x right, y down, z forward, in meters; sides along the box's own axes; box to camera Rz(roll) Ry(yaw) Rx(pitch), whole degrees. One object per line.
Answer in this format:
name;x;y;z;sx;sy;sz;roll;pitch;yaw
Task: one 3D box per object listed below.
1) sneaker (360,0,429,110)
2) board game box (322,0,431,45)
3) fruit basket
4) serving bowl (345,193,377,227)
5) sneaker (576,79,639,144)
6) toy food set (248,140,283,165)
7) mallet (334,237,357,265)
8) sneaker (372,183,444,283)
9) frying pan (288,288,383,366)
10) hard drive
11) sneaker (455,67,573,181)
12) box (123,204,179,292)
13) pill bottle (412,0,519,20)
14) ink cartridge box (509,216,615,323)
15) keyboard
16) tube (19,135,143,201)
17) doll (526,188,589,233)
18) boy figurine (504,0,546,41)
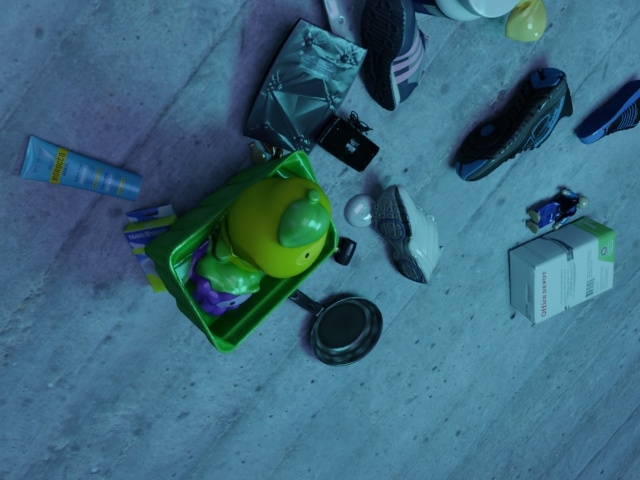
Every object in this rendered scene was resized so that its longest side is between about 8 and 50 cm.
sneaker;0.157;-0.397;1.268;0.131;0.112;0.319;-42;162;-14
board game box;0.145;-0.618;1.245;0.390;0.050;0.389;-26;122;-12
fruit basket;-0.096;0.004;1.187;0.392;0.392;0.282;-29;121;-11
serving bowl;0.099;-0.065;1.499;0.083;0.027;0.083;-10;117;-20
sneaker;0.769;-0.312;1.672;0.232;0.081;0.090;-41;117;-5
toy food set;-0.100;-0.162;1.364;0.078;0.019;0.122;-26;114;-13
mallet;0.000;0.000;1.481;0.190;0.039;0.062;24;101;-28
sneaker;0.214;-0.030;1.534;0.129;0.111;0.297;-51;138;-24
frying pan;0.008;0.209;1.572;0.326;0.053;0.197;14;107;-28
hard drive;-0.037;-0.300;1.278;0.172;0.054;0.254;15;120;-30
sneaker;0.472;-0.247;1.535;0.341;0.125;0.139;-43;129;1
box;-0.317;0.020;1.305;0.109;0.042;0.178;-10;123;14
pill bottle;0.240;-0.481;1.165;0.153;0.265;0.153;-11;117;-21
ink cartridge box;0.667;0.082;1.788;0.273;0.115;0.198;-21;122;-15
keyboard;0.064;-0.219;1.386;0.100;0.038;0.192;-50;147;10
tube;-0.441;-0.126;1.203;0.207;0.052;0.080;15;96;-24
doll;0.646;-0.078;1.745;0.189;0.046;0.129;-22;131;-18
boy figurine;0.423;-0.566;1.355;0.177;0.092;0.285;-49;132;-51
